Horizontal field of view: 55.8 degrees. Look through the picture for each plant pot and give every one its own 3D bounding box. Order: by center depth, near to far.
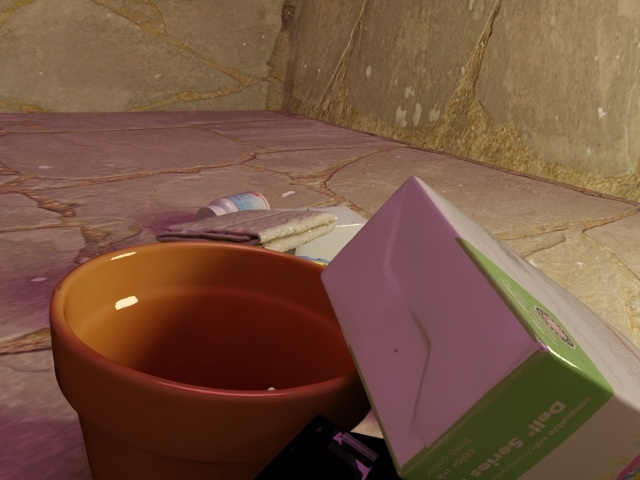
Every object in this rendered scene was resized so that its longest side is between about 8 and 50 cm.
[{"bbox_3d":[-0.095,0.144,0.559,0.290,0.204,0.291,9,19,-3],"label":"plant pot"}]

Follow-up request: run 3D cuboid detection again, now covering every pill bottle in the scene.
[{"bbox_3d":[-0.183,-0.050,1.259,0.087,0.087,0.160,19,21,27],"label":"pill bottle"}]

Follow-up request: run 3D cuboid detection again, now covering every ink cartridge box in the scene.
[{"bbox_3d":[0.185,0.119,0.485,0.353,0.119,0.207,31,20,-29],"label":"ink cartridge box"}]

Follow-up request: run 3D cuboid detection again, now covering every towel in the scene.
[{"bbox_3d":[-0.106,-0.012,0.954,0.187,0.049,0.282,3,11,24],"label":"towel"}]

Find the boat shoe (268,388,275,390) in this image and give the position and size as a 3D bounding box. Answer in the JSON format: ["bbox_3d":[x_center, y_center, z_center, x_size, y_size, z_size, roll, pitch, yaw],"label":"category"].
[{"bbox_3d":[0.013,0.139,0.792,0.302,0.094,0.109,-4,23,-36],"label":"boat shoe"}]

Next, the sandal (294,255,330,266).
[{"bbox_3d":[-0.101,0.072,0.904,0.317,0.126,0.138,2,16,-25],"label":"sandal"}]

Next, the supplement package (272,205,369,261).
[{"bbox_3d":[0.000,0.000,1.175,0.179,0.105,0.105,-5,26,-35],"label":"supplement package"}]

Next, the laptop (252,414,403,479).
[{"bbox_3d":[0.115,0.296,0.336,0.381,0.237,0.408,23,49,39],"label":"laptop"}]
